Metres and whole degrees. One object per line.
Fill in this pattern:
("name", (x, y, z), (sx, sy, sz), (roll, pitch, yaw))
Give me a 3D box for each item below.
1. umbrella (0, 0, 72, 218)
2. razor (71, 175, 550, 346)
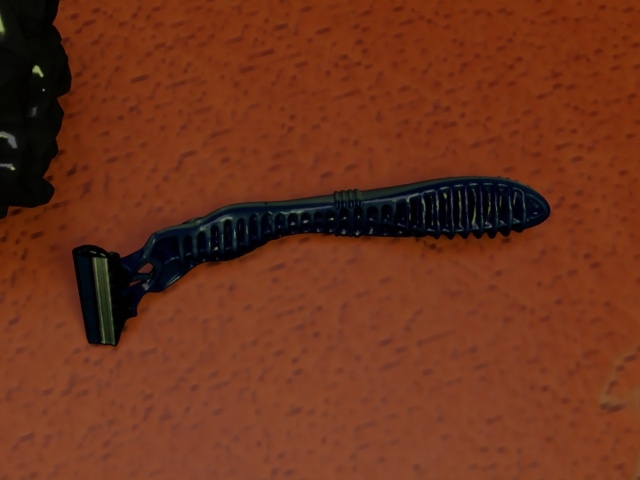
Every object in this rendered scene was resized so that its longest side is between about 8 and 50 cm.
("umbrella", (-0.209, -0.035, 0.378), (0.272, 0.122, 0.110), (-6, 29, -3))
("razor", (-0.002, -0.003, 0.422), (0.154, 0.044, 0.028), (-11, 48, -11))
